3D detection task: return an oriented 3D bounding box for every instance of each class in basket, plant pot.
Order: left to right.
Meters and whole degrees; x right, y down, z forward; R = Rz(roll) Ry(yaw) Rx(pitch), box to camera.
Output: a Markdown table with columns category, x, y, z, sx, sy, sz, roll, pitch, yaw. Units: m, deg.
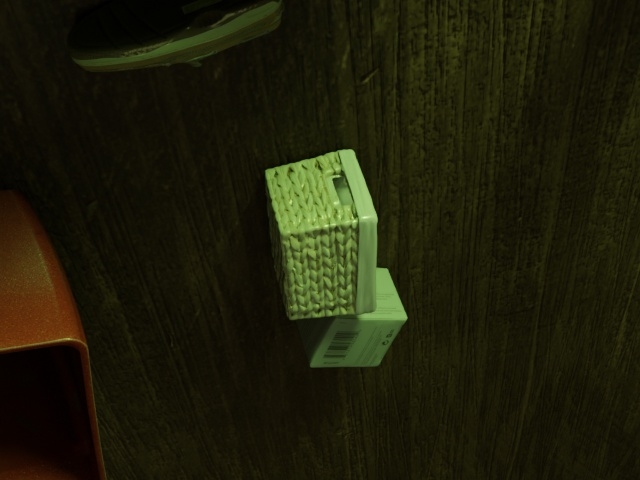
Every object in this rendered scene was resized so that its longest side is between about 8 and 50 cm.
| category | x | y | z | sx | sy | sz | roll | pitch | yaw |
| --- | --- | --- | --- | --- | --- | --- | --- | --- | --- |
| plant pot | -0.362 | 0.100 | 0.886 | 0.267 | 0.235 | 0.267 | -7 | 139 | -14 |
| basket | 0.000 | 0.000 | 1.013 | 0.103 | 0.113 | 0.167 | -11 | 139 | -7 |

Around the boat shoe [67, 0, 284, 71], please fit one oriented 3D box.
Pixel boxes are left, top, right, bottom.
| category | x | y | z | sx | sy | sz | roll | pitch | yaw |
| --- | --- | --- | --- | --- | --- | --- | --- | --- | --- |
| boat shoe | -0.121 | -0.177 | 0.806 | 0.190 | 0.068 | 0.072 | -16 | 152 | -5 |

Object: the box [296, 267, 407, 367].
| category | x | y | z | sx | sy | sz | roll | pitch | yaw |
| --- | --- | --- | --- | --- | --- | --- | --- | --- | --- |
| box | 0.036 | 0.096 | 1.155 | 0.102 | 0.087 | 0.101 | 2 | 136 | -25 |
